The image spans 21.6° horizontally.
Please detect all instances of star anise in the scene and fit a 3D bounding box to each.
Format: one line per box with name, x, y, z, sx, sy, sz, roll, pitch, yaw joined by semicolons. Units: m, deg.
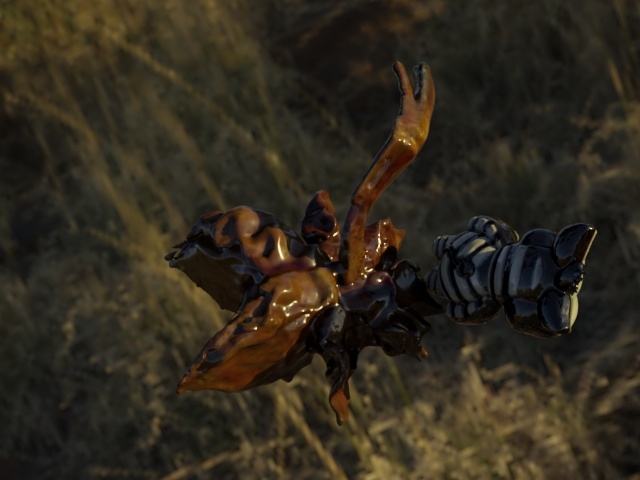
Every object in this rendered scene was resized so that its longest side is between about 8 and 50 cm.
star anise;0.004;0.002;1.383;0.237;0.148;0.346;30;79;23

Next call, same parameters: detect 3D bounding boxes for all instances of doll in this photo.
doll;0.150;0.028;1.315;0.219;0.067;0.091;7;80;65
